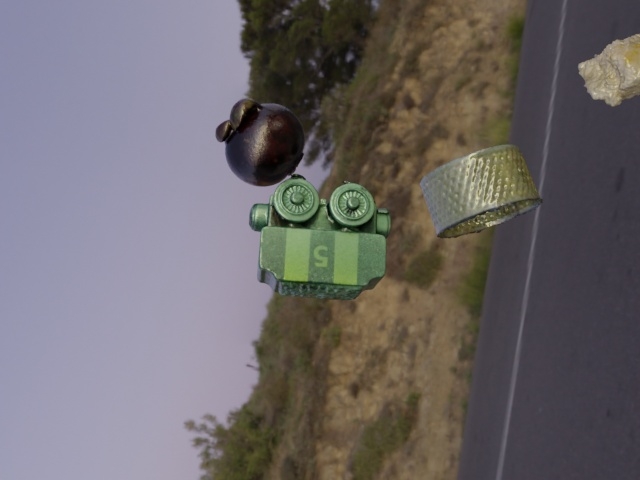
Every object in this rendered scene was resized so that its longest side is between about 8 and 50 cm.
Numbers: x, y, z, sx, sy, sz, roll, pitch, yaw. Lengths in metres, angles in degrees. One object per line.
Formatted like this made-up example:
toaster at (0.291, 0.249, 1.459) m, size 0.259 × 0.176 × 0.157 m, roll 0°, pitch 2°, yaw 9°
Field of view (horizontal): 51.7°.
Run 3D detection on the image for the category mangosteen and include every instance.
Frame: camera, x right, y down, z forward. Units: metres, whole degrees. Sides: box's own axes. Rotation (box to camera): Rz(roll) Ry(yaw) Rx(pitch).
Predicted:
mangosteen at (-0.136, -0.224, 1.514) m, size 0.210 × 0.210 × 0.209 m, roll 11°, pitch -90°, yaw -84°

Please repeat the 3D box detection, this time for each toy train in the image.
toy train at (0.000, 0.000, 1.366) m, size 0.167 × 0.299 × 0.238 m, roll 108°, pitch 165°, yaw -73°

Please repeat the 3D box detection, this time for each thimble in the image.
thimble at (0.386, -0.114, 1.607) m, size 0.271 × 0.271 × 0.149 m, roll 67°, pitch -174°, yaw -79°

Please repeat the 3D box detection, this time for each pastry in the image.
pastry at (0.560, -0.297, 1.083) m, size 0.089 × 0.259 × 0.121 m, roll 85°, pitch 173°, yaw -50°
